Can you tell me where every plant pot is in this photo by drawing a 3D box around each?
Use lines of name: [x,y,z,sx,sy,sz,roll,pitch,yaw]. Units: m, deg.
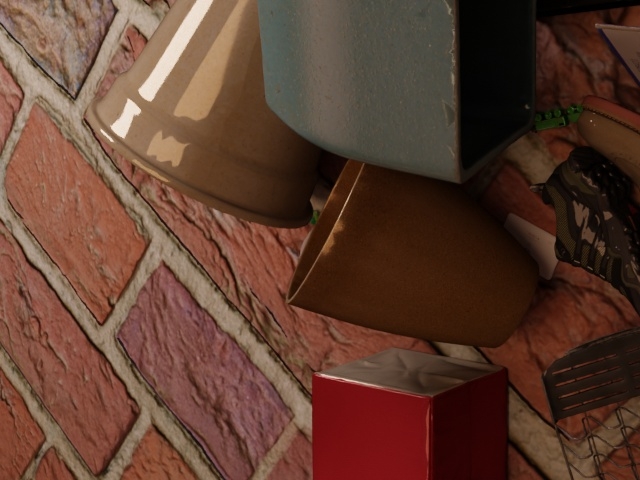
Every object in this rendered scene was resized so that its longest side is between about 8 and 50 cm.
plant pot: [0.122,0.024,1.207,0.254,0.237,0.237,27,119,-5]
plant pot: [-0.091,-0.232,1.323,0.334,0.334,0.305,38,108,29]
plant pot: [0.075,-0.219,1.087,0.252,0.248,0.247,6,113,29]

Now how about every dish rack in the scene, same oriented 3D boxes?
dish rack: [0.359,0.229,1.083,0.208,0.074,0.271,-18,97,2]

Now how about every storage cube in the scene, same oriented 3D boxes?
storage cube: [0.117,0.258,1.292,0.215,0.184,0.193,5,99,40]

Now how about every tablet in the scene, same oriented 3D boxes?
tablet: [0.258,0.007,1.248,0.083,0.006,0.054,33,117,32]

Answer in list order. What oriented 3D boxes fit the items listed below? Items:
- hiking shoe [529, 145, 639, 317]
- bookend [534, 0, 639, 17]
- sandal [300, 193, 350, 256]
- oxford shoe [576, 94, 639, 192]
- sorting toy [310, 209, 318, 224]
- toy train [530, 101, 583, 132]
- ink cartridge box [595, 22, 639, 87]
hiking shoe: [0.330,0.008,1.153,0.227,0.086,0.114,64,146,14]
bookend: [0.286,-0.335,1.124,0.157,0.072,0.156,3,99,39]
sandal: [0.085,-0.047,1.346,0.102,0.076,0.265,42,102,2]
oxford shoe: [0.380,-0.016,1.049,0.130,0.123,0.348,-50,65,15]
sorting toy: [0.000,0.000,1.456,0.062,0.012,0.083,-38,73,37]
toy train: [0.281,-0.145,1.196,0.083,0.017,0.023,-10,102,40]
ink cartridge box: [0.438,-0.135,0.887,0.307,0.303,0.072,20,87,35]
